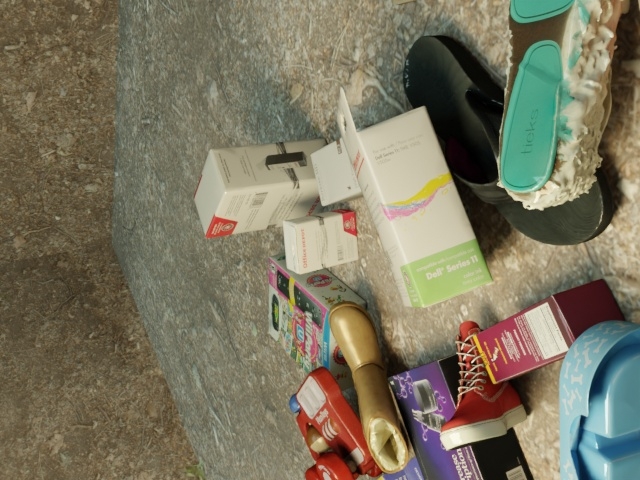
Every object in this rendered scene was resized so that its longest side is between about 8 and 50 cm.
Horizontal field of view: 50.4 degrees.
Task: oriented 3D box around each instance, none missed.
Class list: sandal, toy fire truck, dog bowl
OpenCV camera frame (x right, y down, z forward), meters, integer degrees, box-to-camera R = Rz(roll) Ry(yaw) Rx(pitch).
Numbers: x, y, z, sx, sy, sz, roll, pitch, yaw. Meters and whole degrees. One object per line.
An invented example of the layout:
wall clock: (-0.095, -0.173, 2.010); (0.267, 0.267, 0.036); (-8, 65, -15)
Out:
sandal: (0.235, -0.144, 1.003); (0.446, 0.106, 0.168); (53, 144, 37)
toy fire truck: (0.028, 0.424, 1.491); (0.254, 0.169, 0.302); (56, 153, 17)
dog bowl: (0.379, 0.236, 0.852); (0.074, 0.165, 0.298); (-147, 49, -68)

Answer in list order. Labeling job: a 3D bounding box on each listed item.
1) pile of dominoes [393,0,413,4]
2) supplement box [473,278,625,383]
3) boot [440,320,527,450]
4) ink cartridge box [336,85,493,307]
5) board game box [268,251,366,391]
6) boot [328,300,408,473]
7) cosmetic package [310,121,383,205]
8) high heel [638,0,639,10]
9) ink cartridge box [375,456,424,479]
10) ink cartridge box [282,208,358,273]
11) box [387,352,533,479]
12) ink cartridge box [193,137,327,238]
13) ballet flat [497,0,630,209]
pile of dominoes: (0.171, -0.483, 1.052); (0.251, 0.040, 0.196); (15, 114, 58)
supplement box: (0.320, 0.133, 0.964); (0.188, 0.104, 0.081); (-48, 59, 56)
boot: (0.228, 0.215, 1.042); (0.088, 0.244, 0.176); (-24, 77, 29)
ink cartridge box: (0.139, -0.077, 1.095); (0.207, 0.119, 0.354); (97, 153, -85)
board game box: (-0.016, 0.185, 1.613); (0.303, 0.097, 0.224); (35, 131, 50)
boot: (0.094, 0.269, 1.312); (0.236, 0.089, 0.269); (62, -172, -21)
cosmetic package: (0.073, -0.146, 1.325); (0.231, 0.085, 0.118); (-18, 85, 61)
high heel: (0.444, -0.161, 0.662); (0.181, 0.127, 0.378); (-23, 75, 32)
ink cartridge box: (0.194, 0.653, 1.449); (0.304, 0.072, 0.307); (63, 150, 26)
ink cartridge box: (0.000, 0.000, 1.445); (0.063, 0.150, 0.109); (19, 117, 58)
box: (0.242, 0.339, 1.199); (0.184, 0.103, 0.261); (-44, 62, 61)
ink cartridge box: (-0.119, -0.115, 1.492); (0.197, 0.272, 0.114); (-54, 51, 54)
ballet flat: (0.297, -0.239, 0.810); (0.147, 0.146, 0.409); (21, 106, 57)
